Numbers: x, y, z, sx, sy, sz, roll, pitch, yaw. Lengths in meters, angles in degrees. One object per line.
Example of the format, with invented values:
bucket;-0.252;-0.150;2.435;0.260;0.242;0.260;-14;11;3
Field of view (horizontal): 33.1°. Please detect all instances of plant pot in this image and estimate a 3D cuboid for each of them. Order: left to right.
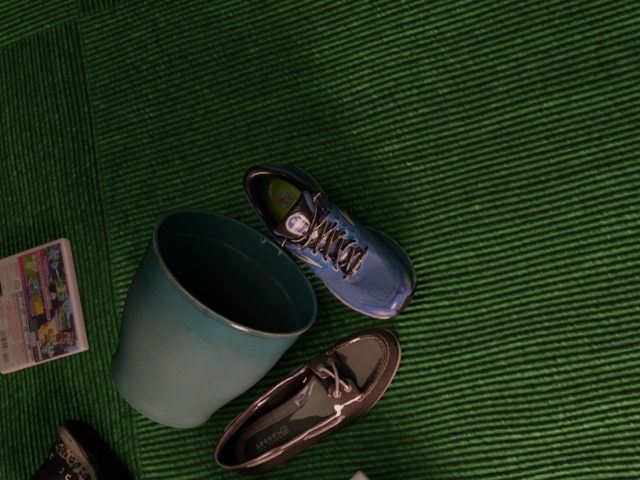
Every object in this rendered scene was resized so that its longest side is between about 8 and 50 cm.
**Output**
plant pot;-0.184;0.133;1.631;0.271;0.271;0.255;46;119;21

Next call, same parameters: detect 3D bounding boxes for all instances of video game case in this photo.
video game case;-0.501;0.115;1.891;0.183;0.023;0.201;-17;77;22

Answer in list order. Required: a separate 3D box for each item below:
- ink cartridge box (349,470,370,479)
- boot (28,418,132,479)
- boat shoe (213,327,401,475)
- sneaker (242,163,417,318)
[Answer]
ink cartridge box;0.087;0.568;1.507;0.308;0.091;0.385;-45;69;-1
boot;-0.401;0.435;1.779;0.179;0.085;0.236;-51;57;13
boat shoe;-0.021;0.250;1.622;0.335;0.095;0.112;-39;71;16
sneaker;0.000;0.000;1.609;0.330;0.147;0.130;39;101;21
